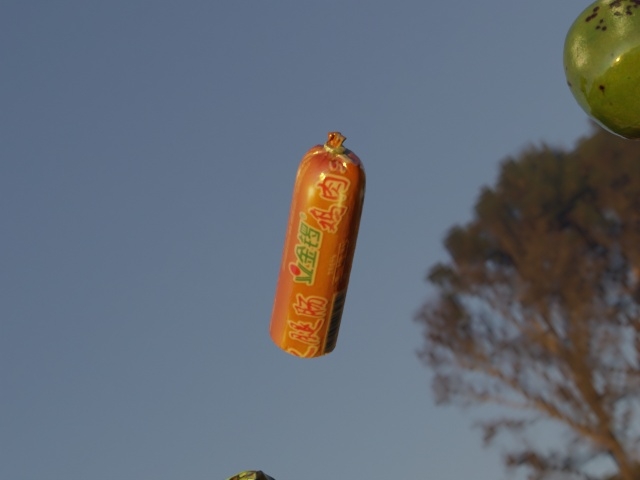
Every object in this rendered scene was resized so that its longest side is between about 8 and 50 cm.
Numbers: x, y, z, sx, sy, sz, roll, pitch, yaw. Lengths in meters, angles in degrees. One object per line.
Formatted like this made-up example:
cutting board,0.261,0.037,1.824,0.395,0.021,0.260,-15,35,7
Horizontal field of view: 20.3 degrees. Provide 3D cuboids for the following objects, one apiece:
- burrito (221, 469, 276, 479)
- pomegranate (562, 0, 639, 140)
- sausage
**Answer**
burrito,-0.095,0.255,1.408,0.054,0.104,0.288,-1,-18,-27
pomegranate,0.386,-0.220,2.036,0.181,0.181,0.224,-3,-24,-47
sausage,0.000,0.000,2.197,0.093,0.093,0.312,-16,-45,-31
